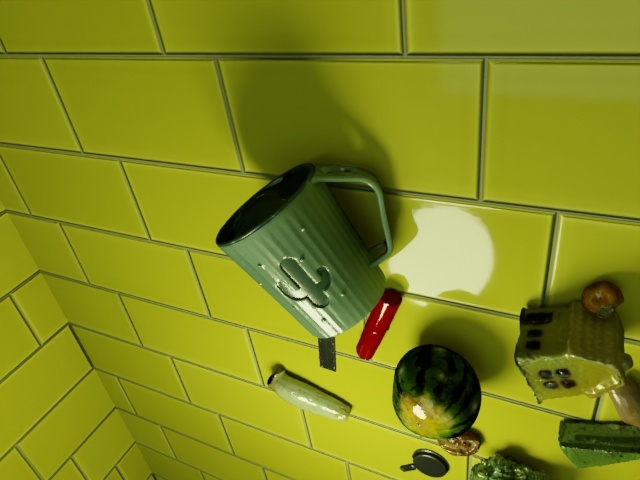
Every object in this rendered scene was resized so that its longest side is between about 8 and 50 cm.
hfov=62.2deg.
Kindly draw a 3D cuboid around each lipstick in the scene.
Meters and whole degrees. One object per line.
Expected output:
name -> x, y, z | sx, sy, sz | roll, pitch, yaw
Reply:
lipstick -> 0.169, 0.254, 1.583 | 0.073, 0.073, 0.280 | 27, 135, 11

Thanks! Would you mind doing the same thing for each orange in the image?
orange -> 0.634, 0.131, 1.195 | 0.086, 0.062, 0.086 | -9, 76, 39

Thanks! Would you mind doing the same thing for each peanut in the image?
peanut -> 0.770, 0.402, 1.320 | 0.076, 0.076, 0.152 | -24, 105, 42

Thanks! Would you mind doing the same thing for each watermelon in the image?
watermelon -> 0.324, 0.426, 1.498 | 0.269, 0.269, 0.269 | 17, 132, 20

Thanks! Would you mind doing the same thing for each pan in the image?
pan -> 0.369, 0.830, 1.946 | 0.136, 0.028, 0.235 | 43, 135, -5

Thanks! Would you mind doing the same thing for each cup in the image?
cup -> -0.012, 0.017, 1.350 | 0.401, 0.310, 0.392 | -20, 117, 43

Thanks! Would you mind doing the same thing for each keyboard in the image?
keyboard -> 0.021, 0.374, 1.814 | 0.067, 0.011, 0.202 | 14, 131, 21

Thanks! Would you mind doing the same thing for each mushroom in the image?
mushroom -> -0.048, 0.586, 1.977 | 0.333, 0.087, 0.107 | 25, 133, 10

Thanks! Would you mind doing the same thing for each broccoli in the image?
broccoli -> 0.598, 0.799, 1.638 | 0.288, 0.235, 0.260 | 18, 138, 10

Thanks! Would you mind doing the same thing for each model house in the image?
model house -> 0.596, 0.260, 1.235 | 0.234, 0.193, 0.175 | -11, 117, 35

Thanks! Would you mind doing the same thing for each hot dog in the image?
hot dog -> 0.447, 0.652, 1.730 | 0.147, 0.065, 0.099 | 13, 121, 26

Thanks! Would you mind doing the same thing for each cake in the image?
cake -> 0.772, 0.548, 1.416 | 0.235, 0.100, 0.099 | -14, 118, 39
